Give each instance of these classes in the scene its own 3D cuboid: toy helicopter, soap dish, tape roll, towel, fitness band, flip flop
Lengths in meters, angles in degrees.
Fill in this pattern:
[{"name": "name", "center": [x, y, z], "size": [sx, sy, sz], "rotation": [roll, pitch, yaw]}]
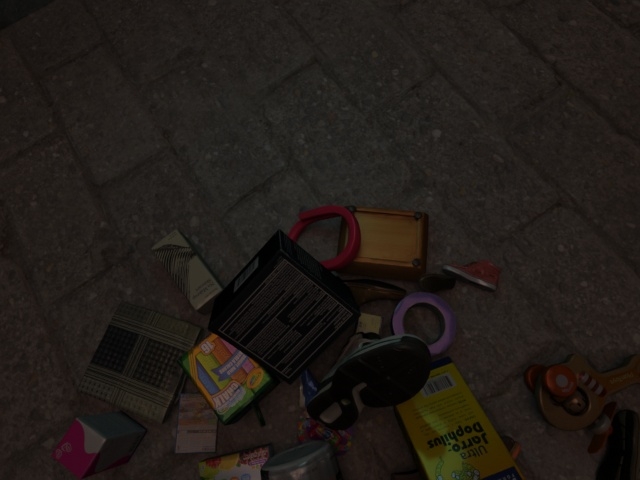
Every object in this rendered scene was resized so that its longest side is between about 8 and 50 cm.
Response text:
[{"name": "toy helicopter", "center": [0.772, 0.419, 1.139], "size": [0.354, 0.140, 0.235], "rotation": [-19, 73, -4]}, {"name": "soap dish", "center": [0.200, 0.001, 1.331], "size": [0.290, 0.118, 0.229], "rotation": [6, 73, 8]}, {"name": "tape roll", "center": [0.310, 0.257, 1.259], "size": [0.188, 0.080, 0.189], "rotation": [-2, 71, 4]}, {"name": "towel", "center": [-0.564, 0.383, 1.318], "size": [0.323, 0.056, 0.313], "rotation": [16, 71, 12]}, {"name": "fitness band", "center": [0.000, 0.000, 1.314], "size": [0.290, 0.054, 0.209], "rotation": [-11, 69, 36]}, {"name": "flip flop", "center": [0.818, 0.597, 1.100], "size": [0.080, 0.112, 0.277], "rotation": [26, 70, -2]}]

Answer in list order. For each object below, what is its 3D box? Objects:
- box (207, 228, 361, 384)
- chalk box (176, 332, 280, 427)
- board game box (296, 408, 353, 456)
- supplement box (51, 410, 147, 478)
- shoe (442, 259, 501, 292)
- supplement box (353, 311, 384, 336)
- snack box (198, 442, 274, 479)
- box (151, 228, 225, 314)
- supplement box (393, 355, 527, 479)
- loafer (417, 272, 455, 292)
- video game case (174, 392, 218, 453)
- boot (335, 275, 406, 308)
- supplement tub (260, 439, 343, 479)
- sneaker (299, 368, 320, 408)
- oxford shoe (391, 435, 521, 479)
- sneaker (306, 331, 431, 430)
[{"name": "box", "center": [-0.101, 0.186, 1.159], "size": [0.294, 0.183, 0.296], "rotation": [41, 100, -18]}, {"name": "chalk box", "center": [-0.239, 0.406, 1.200], "size": [0.179, 0.180, 0.289], "rotation": [-40, 74, -14]}, {"name": "board game box", "center": [0.012, 0.561, 1.195], "size": [0.168, 0.033, 0.134], "rotation": [-1, 84, 5]}, {"name": "supplement box", "center": [-0.611, 0.567, 1.164], "size": [0.113, 0.220, 0.111], "rotation": [28, 76, 13]}, {"name": "shoe", "center": [0.479, 0.094, 1.309], "size": [0.177, 0.063, 0.081], "rotation": [22, 74, 6]}, {"name": "supplement box", "center": [0.148, 0.272, 1.279], "size": [0.083, 0.056, 0.084], "rotation": [11, 73, 9]}, {"name": "snack box", "center": [-0.225, 0.692, 1.169], "size": [0.206, 0.070, 0.175], "rotation": [-13, 71, 2]}, {"name": "box", "center": [-0.428, 0.104, 1.365], "size": [0.113, 0.094, 0.275], "rotation": [-40, 73, -9]}, {"name": "supplement box", "center": [0.324, 0.510, 1.028], "size": [0.195, 0.194, 0.357], "rotation": [-20, 35, -2]}, {"name": "loafer", "center": [0.355, 0.130, 1.286], "size": [0.147, 0.050, 0.056], "rotation": [7, 96, -30]}, {"name": "video game case", "center": [-0.370, 0.548, 1.245], "size": [0.119, 0.015, 0.167], "rotation": [2, 72, -8]}, {"name": "boot", "center": [0.115, 0.177, 1.303], "size": [0.304, 0.112, 0.116], "rotation": [3, 89, 12]}, {"name": "supplement tub", "center": [-0.017, 0.721, 1.062], "size": [0.206, 0.207, 0.339], "rotation": [-18, 77, -1]}, {"name": "sneaker", "center": [-0.021, 0.424, 1.243], "size": [0.084, 0.058, 0.152], "rotation": [-5, 76, 10]}, {"name": "oxford shoe", "center": [0.364, 0.609, 1.118], "size": [0.363, 0.130, 0.133], "rotation": [-27, 66, -4]}, {"name": "sneaker", "center": [0.128, 0.300, 1.086], "size": [0.169, 0.448, 0.258], "rotation": [36, 42, -5]}]
